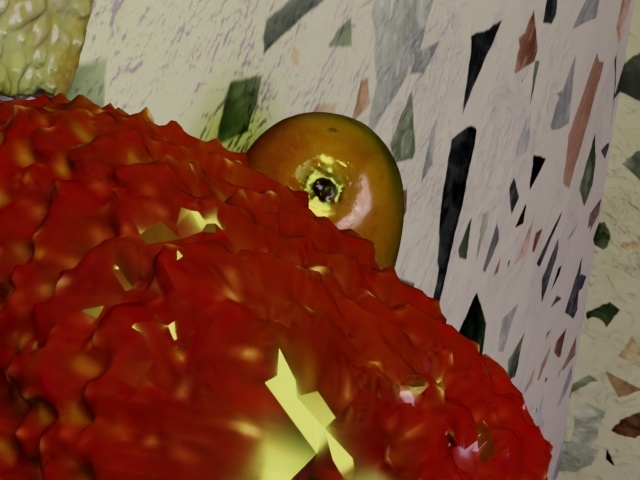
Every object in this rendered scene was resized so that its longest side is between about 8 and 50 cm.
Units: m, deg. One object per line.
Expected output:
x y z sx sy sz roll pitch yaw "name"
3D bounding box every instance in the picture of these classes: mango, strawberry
-0.001 0.004 1.090 0.289 0.129 0.146 79 23 -61 "mango"
-0.055 0.085 0.672 0.292 0.292 0.343 76 -8 -56 "strawberry"

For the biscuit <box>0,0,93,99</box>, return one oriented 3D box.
-0.156 -0.157 0.659 0.265 0.040 0.188 85 28 -45 "biscuit"
